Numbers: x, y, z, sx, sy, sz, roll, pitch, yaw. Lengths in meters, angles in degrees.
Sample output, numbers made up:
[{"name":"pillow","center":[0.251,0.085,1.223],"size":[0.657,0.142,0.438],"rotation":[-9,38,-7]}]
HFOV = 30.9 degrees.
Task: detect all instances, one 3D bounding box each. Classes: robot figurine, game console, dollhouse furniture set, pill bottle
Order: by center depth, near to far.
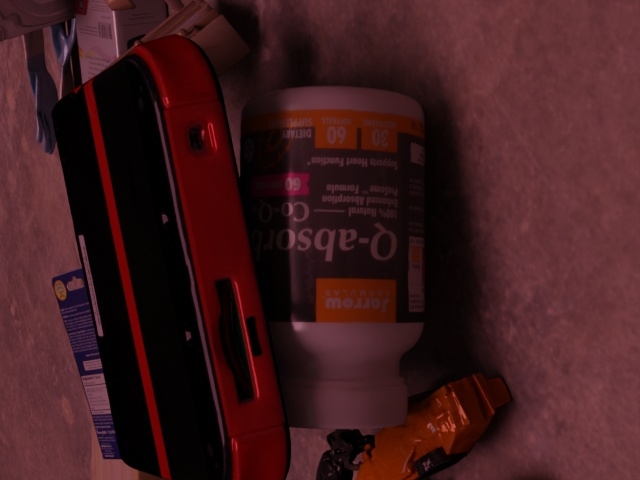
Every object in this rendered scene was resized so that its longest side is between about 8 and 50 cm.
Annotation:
[{"name":"pill bottle","center":[0.010,0.016,0.995],"size":[0.162,0.162,0.278],"rotation":[-6,83,58]},{"name":"game console","center":[-0.145,0.032,1.039],"size":[0.342,0.060,0.386],"rotation":[-8,93,64]},{"name":"robot figurine","center":[0.095,0.246,1.073],"size":[0.211,0.085,0.291],"rotation":[65,146,18]},{"name":"dollhouse furniture set","center":[-0.266,-0.292,1.166],"size":[0.355,0.174,0.303],"rotation":[50,180,-23]}]

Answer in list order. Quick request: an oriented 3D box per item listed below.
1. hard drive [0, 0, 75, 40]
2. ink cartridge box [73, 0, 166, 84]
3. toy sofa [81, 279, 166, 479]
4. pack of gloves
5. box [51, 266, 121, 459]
[{"name":"hard drive","center":[-0.349,-0.424,1.385],"size":[0.064,0.237,0.338],"rotation":[14,116,24]},{"name":"ink cartridge box","center":[-0.245,-0.233,1.440],"size":[0.127,0.072,0.175],"rotation":[21,119,53]},{"name":"toy sofa","center":[-0.183,0.195,1.431],"size":[0.177,0.150,0.362],"rotation":[32,128,45]},{"name":"pack of gloves","center":[-0.355,-0.241,1.591],"size":[0.195,0.046,0.232],"rotation":[-83,-10,-72]},{"name":"box","center":[-0.238,0.137,1.319],"size":[0.136,0.037,0.225],"rotation":[-14,93,55]}]
